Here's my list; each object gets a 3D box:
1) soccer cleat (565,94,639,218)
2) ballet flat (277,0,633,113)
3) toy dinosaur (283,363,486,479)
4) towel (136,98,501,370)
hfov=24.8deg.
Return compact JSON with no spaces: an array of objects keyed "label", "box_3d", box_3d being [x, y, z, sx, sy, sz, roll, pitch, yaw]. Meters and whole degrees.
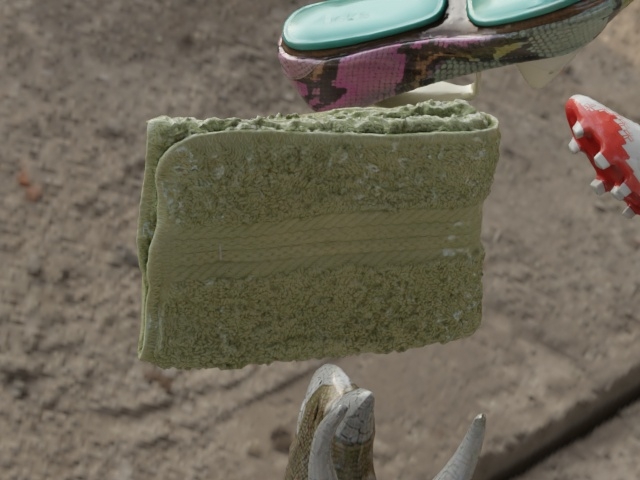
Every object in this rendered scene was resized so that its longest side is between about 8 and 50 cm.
[{"label":"soccer cleat","box_3d":[0.109,-0.018,0.441,0.035,0.029,0.083,-40,70,-7]},{"label":"ballet flat","box_3d":[0.085,-0.113,0.806,0.221,0.079,0.077,-12,43,22]},{"label":"toy dinosaur","box_3d":[0.037,0.193,0.436,0.121,0.160,0.313,-36,99,-20]},{"label":"towel","box_3d":[0.000,0.000,0.578,0.148,0.110,0.027,-4,23,-17]}]
